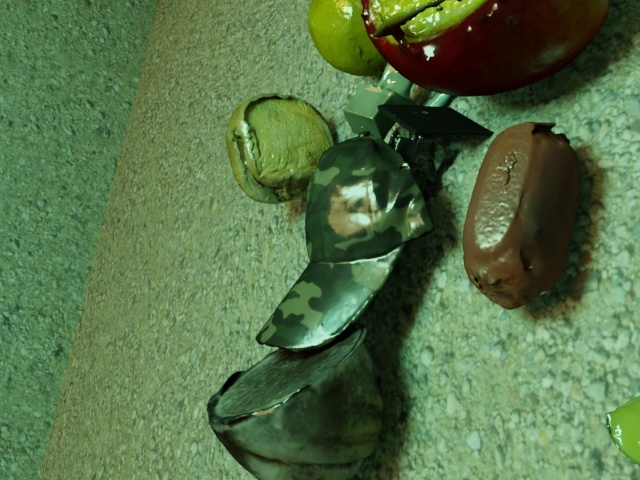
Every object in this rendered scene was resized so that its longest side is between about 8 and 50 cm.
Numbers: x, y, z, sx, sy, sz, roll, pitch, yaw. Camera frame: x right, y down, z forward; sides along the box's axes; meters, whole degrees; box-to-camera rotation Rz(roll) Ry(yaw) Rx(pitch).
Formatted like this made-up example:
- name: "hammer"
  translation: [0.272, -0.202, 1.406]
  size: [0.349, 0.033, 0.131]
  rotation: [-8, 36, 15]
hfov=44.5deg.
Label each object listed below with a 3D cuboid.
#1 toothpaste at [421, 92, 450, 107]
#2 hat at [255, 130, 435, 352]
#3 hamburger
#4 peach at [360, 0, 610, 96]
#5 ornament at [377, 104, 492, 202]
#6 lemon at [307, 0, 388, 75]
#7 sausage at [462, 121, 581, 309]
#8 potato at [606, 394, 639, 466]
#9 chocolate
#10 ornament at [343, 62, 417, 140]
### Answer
- name: "toothpaste"
  translation: [0.209, -0.250, 1.489]
  size: [0.205, 0.036, 0.056]
  rotation: [-49, 18, 22]
- name: "hat"
  translation: [0.000, 0.000, 1.384]
  size: [0.382, 0.257, 0.366]
  rotation: [-35, 10, -22]
- name: "hamburger"
  translation: [-0.092, -0.215, 1.729]
  size: [0.146, 0.243, 0.285]
  rotation: [-25, 34, 50]
- name: "peach"
  translation: [0.278, -0.394, 1.226]
  size: [0.406, 0.310, 0.334]
  rotation: [-28, 52, 36]
- name: "ornament"
  translation: [0.183, -0.135, 1.420]
  size: [0.166, 0.153, 0.195]
  rotation: [-127, 41, -56]
- name: "lemon"
  translation: [0.088, -0.461, 1.633]
  size: [0.228, 0.229, 0.253]
  rotation: [-60, 25, 10]
- name: "sausage"
  translation: [0.289, -0.041, 1.120]
  size: [0.152, 0.152, 0.279]
  rotation: [-8, 60, 55]
- name: "potato"
  translation: [0.411, 0.210, 0.860]
  size: [0.198, 0.054, 0.119]
  rotation: [-28, 48, 52]
- name: "chocolate"
  translation: [-0.013, 0.295, 1.287]
  size: [0.303, 0.212, 0.303]
  rotation: [-27, 7, 4]
- name: "ornament"
  translation: [0.155, -0.318, 1.501]
  size: [0.285, 0.120, 0.130]
  rotation: [-50, 56, 2]
